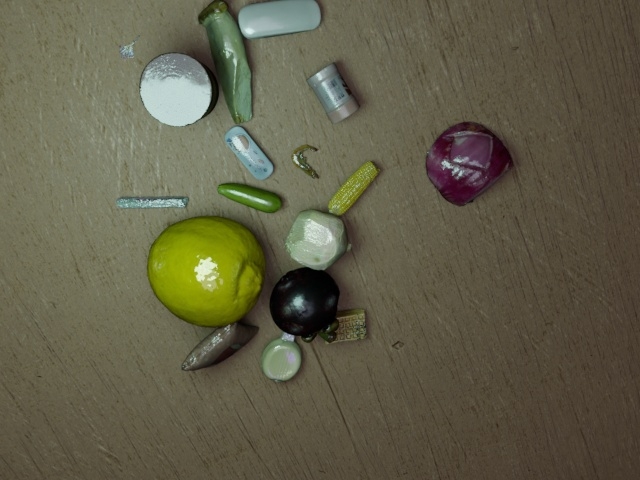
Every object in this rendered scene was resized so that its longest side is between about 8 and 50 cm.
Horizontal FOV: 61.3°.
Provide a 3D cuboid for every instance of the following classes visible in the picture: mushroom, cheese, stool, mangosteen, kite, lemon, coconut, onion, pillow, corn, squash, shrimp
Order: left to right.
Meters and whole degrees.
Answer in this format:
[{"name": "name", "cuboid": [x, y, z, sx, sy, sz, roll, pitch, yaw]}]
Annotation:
[{"name": "kite", "cuboid": [-0.533, -0.541, 1.526, 0.078, 0.002, 0.044, -28, 107, 2]}, {"name": "stool", "cuboid": [-0.369, -0.403, 1.447, 0.179, 0.264, 0.179, -2, 106, -7]}, {"name": "lemon", "cuboid": [-0.324, 0.085, 1.558, 0.348, 0.348, 0.348, -2, 105, -6]}, {"name": "pillow", "cuboid": [-0.312, 0.327, 1.688, 0.223, 0.236, 0.084, -35, 77, -1]}, {"name": "mushroom", "cuboid": [-0.251, -0.500, 1.523, 0.087, 0.107, 0.333, -32, 113, -44]}, {"name": "squash", "cuboid": [-0.215, -0.132, 1.643, 0.201, 0.066, 0.066, 15, 103, -7]}, {"name": "cheese", "cuboid": [-0.118, 0.358, 1.791, 0.137, 0.064, 0.227, 13, 105, -13]}, {"name": "mangosteen", "cuboid": [-0.034, 0.213, 1.676, 0.228, 0.228, 0.265, -31, 103, 2]}, {"name": "shrimp", "cuboid": [-0.032, -0.243, 1.657, 0.114, 0.023, 0.083, 44, 94, -12]}, {"name": "coconut", "cuboid": [0.001, -0.003, 1.647, 0.194, 0.194, 0.194, -2, 105, -6]}, {"name": "corn", "cuboid": [0.100, -0.159, 1.672, 0.067, 0.067, 0.206, 41, 96, -15]}, {"name": "onion", "cuboid": [0.466, -0.237, 1.674, 0.250, 0.111, 0.247, -40, 108, 7]}]

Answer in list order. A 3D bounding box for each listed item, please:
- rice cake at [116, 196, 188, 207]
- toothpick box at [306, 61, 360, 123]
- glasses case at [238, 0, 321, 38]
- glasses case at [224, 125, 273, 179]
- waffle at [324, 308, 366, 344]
[{"name": "rice cake", "cuboid": [-0.505, -0.115, 1.631, 0.208, 0.033, 0.033, -1, 107, -7]}, {"name": "toothpick box", "cuboid": [0.037, -0.428, 1.574, 0.098, 0.098, 0.149, -33, 106, 3]}, {"name": "glasses case", "cuboid": [-0.114, -0.624, 1.517, 0.233, 0.059, 0.092, -13, 101, -9]}, {"name": "glasses case", "cuboid": [-0.213, -0.261, 1.618, 0.067, 0.045, 0.178, -39, 106, 4]}, {"name": "waffle", "cuboid": [0.081, 0.287, 1.805, 0.148, 0.042, 0.102, -6, 106, -5]}]
